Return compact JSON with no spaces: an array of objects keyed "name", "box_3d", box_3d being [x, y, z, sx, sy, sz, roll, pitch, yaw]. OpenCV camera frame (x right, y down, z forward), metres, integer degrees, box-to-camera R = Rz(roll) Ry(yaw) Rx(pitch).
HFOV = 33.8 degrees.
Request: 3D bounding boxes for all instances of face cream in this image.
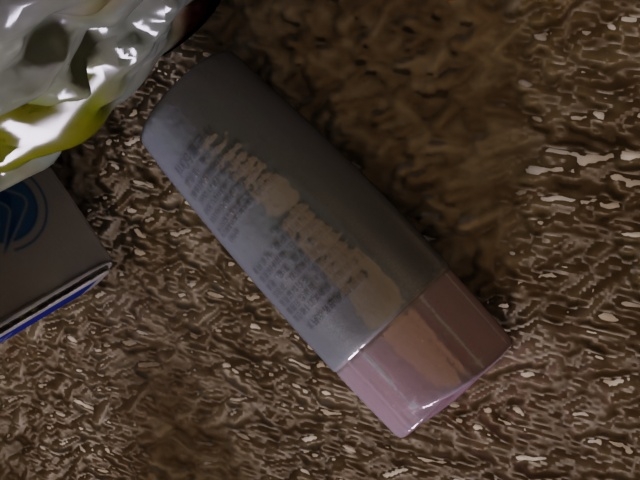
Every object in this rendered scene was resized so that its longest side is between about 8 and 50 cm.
[{"name":"face cream","box_3d":[0.000,0.000,0.510,0.198,0.057,0.084,48,125,4]}]

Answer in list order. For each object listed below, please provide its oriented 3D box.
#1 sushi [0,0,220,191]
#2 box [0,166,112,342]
[{"name":"sushi","box_3d":[-0.204,-0.154,0.422,0.294,0.299,0.281,55,146,4]},{"name":"box","box_3d":[-0.288,-0.074,0.558,0.343,0.200,0.065,55,147,1]}]
